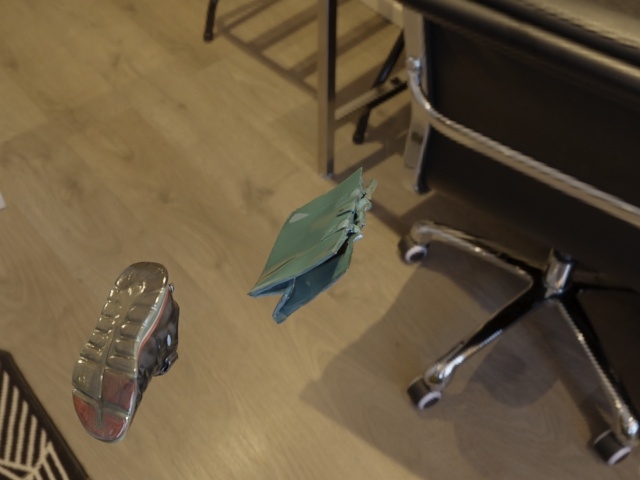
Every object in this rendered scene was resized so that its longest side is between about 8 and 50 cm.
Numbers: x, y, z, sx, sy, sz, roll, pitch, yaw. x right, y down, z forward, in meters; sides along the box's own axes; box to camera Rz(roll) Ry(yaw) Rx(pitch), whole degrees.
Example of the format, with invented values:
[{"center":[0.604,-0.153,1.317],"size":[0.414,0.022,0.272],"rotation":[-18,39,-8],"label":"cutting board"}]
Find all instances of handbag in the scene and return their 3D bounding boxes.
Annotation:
[{"center":[0.000,0.000,1.001],"size":[0.057,0.144,0.221],"rotation":[47,29,-14],"label":"handbag"}]

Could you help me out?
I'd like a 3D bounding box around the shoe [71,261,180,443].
[{"center":[-0.301,0.182,1.272],"size":[0.114,0.137,0.291],"rotation":[7,64,18],"label":"shoe"}]
